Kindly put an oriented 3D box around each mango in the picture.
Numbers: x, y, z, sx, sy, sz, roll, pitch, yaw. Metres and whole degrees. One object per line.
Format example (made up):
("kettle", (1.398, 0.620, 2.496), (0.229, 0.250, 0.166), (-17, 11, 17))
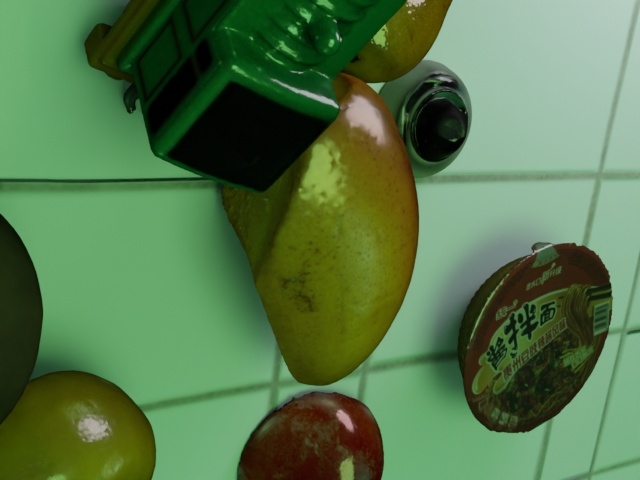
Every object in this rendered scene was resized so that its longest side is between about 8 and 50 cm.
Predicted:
("mango", (0.000, 0.000, 1.006), (0.201, 0.199, 0.350), (-54, 141, -60))
("mango", (0.085, -0.261, 1.023), (0.227, 0.099, 0.136), (-50, 123, -19))

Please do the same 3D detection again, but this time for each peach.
("peach", (-0.266, 0.236, 0.900), (0.251, 0.153, 0.251), (-35, 147, -27))

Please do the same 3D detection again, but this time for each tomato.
("tomato", (0.007, 0.276, 1.167), (0.189, 0.099, 0.173), (9, 104, -35))

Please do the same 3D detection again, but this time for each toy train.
("toy train", (-0.037, -0.218, 0.807), (0.178, 0.249, 0.429), (19, 131, -38))

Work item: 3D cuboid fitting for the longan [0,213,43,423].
("longan", (-0.350, 0.066, 0.755), (0.258, 0.258, 0.258), (-13, 114, -31))

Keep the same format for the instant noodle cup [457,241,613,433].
("instant noodle cup", (0.266, 0.117, 1.293), (0.274, 0.091, 0.274), (-13, 115, -31))

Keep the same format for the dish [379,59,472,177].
("dish", (0.136, -0.132, 1.117), (0.141, 0.078, 0.141), (-13, 113, -31))
